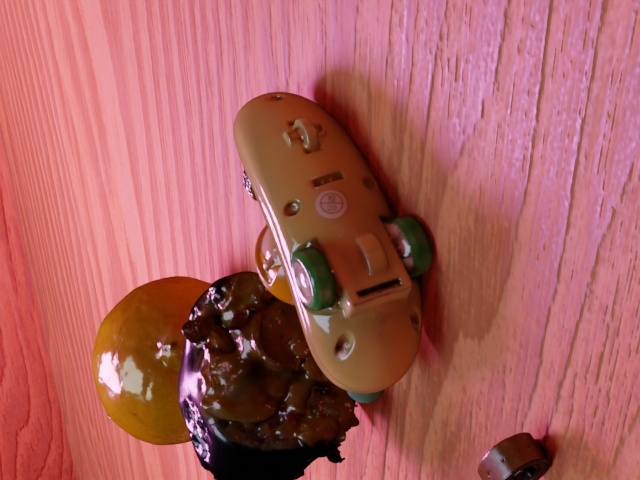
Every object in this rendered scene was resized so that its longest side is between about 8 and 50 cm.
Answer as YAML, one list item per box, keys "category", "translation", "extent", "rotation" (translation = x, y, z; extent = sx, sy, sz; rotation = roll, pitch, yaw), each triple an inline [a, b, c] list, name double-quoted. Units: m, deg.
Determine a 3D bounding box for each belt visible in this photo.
- category: "belt"
  translation: [0.169, 0.196, 1.090]
  extent: [0.036, 0.059, 0.083]
  rotation: [59, 168, 26]

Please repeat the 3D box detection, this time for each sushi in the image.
- category: "sushi"
  translation: [-0.054, 0.152, 1.389]
  extent: [0.213, 0.200, 0.204]
  rotation: [61, 158, 27]

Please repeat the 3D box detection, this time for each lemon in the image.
- category: "lemon"
  translation: [-0.199, 0.165, 1.711]
  extent: [0.263, 0.236, 0.236]
  rotation: [-1, 109, 53]

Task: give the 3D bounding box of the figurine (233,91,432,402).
- category: "figurine"
  translation: [0.000, 0.000, 1.240]
  extent: [0.222, 0.124, 0.325]
  rotation: [107, 141, -62]

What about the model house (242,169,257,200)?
- category: "model house"
  translation: [-0.065, -0.098, 1.367]
  extent: [0.083, 0.066, 0.079]
  rotation: [52, 151, 40]
